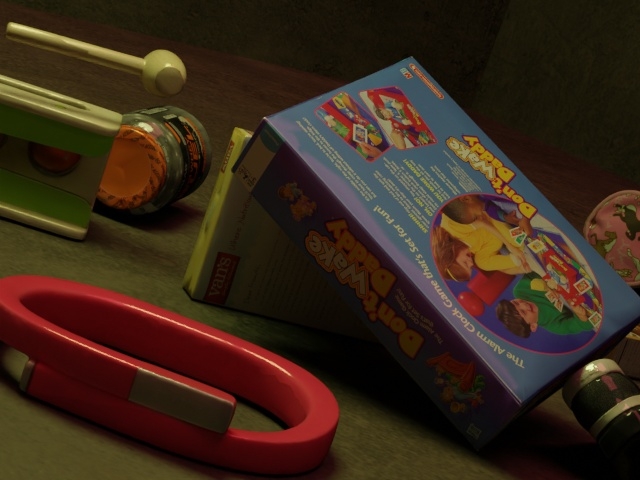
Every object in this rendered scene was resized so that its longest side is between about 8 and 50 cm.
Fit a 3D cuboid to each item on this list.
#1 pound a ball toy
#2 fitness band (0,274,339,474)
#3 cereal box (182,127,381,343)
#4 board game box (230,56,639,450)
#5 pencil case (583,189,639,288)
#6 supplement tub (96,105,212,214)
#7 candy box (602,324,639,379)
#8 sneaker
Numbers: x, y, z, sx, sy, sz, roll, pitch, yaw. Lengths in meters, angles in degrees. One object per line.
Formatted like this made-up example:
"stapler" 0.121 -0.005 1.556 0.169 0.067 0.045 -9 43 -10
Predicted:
"pound a ball toy" -0.316 -0.140 1.674 0.319 0.208 0.136 17 12 -10
"fitness band" -0.125 0.102 1.271 0.291 0.054 0.209 22 9 6
"cereal box" 0.000 0.000 1.634 0.240 0.173 0.047 16 11 -22
"board game box" 0.115 0.000 1.527 0.347 0.078 0.233 49 43 14
"pencil case" 0.582 0.016 2.570 0.386 0.167 0.160 8 51 -43
"supplement tub" -0.200 -0.092 1.873 0.117 0.117 0.190 21 12 6
"candy box" 0.309 0.112 1.925 0.186 0.053 0.109 14 12 -31
"sneaker" 0.302 0.195 1.514 0.217 0.079 0.121 30 25 -54
